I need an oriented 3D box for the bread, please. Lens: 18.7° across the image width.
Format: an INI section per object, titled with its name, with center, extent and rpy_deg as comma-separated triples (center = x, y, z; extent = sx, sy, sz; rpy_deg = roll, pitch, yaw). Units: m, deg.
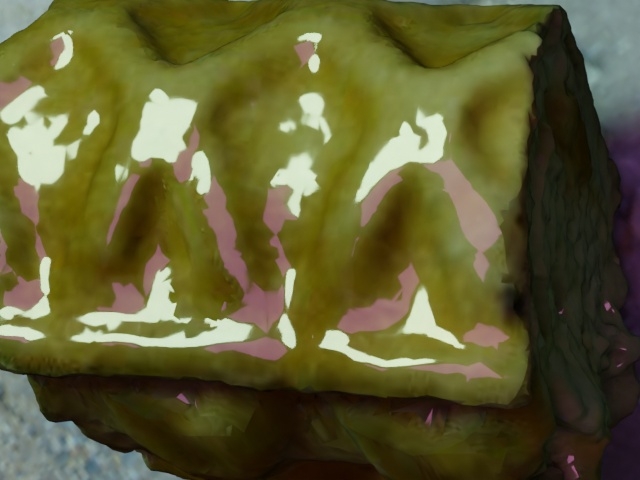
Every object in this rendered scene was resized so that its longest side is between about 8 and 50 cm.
[bread]
center = 0.000, 0.006, 0.853
extent = 0.252, 0.238, 0.196
rpy_deg = -5, 52, 25
